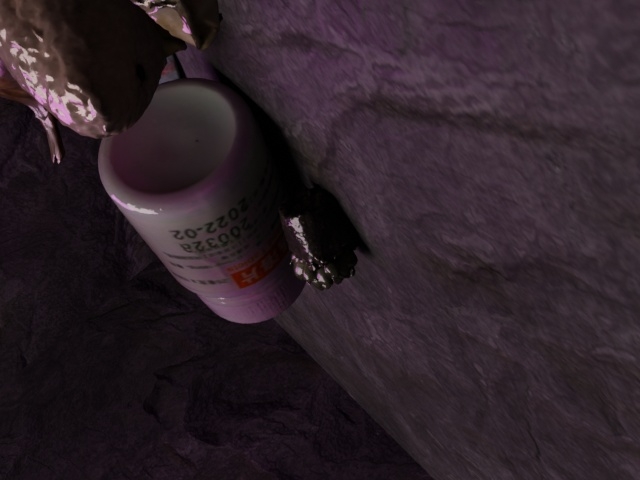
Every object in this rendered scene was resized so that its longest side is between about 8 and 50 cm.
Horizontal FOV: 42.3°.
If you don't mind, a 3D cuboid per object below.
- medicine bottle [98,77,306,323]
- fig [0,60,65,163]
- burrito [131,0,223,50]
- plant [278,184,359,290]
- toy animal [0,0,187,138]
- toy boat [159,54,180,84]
[{"bbox_3d":[-0.149,-0.038,1.212,0.219,0.219,0.388,44,167,29],"label":"medicine bottle"},{"bbox_3d":[-0.518,-0.307,1.431,0.286,0.286,0.369,33,133,57],"label":"fig"},{"bbox_3d":[-0.185,-0.321,0.681,0.175,0.107,0.348,29,157,45],"label":"burrito"},{"bbox_3d":[0.000,0.000,1.108,0.092,0.094,0.143,18,138,45],"label":"plant"},{"bbox_3d":[-0.300,-0.287,0.988,0.226,0.188,0.359,-22,-87,-72],"label":"toy animal"},{"bbox_3d":[-0.293,-0.260,1.337,0.206,0.096,0.282,7,149,26],"label":"toy boat"}]
